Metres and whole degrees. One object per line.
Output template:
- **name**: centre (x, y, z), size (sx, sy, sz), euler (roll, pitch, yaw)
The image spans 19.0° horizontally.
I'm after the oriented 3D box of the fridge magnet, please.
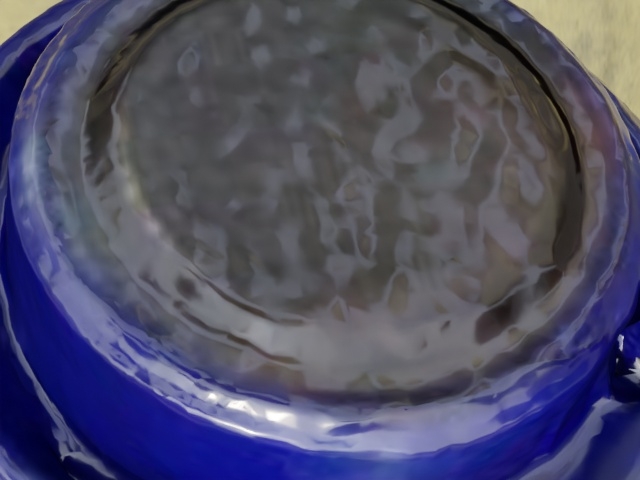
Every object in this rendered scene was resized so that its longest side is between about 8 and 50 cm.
- **fridge magnet**: centre (0.000, 0.000, 0.623), size (0.265, 0.112, 0.265), euler (4, 55, -6)
